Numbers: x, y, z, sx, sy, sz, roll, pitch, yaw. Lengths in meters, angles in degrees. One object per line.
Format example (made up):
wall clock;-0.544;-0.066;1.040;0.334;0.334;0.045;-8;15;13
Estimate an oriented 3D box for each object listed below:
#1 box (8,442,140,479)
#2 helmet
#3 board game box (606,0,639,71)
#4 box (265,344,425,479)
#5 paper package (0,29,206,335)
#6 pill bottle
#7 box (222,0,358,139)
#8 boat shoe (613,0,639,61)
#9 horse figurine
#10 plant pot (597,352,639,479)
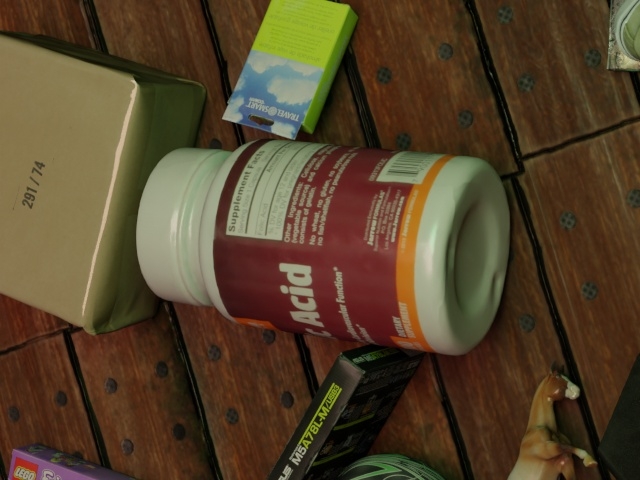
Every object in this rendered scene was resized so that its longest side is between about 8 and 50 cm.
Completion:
box;-0.290;0.405;2.112;0.293;0.057;0.200;16;99;26
helmet;0.084;0.328;1.865;0.169;0.169;0.161;50;117;16
board game box;0.382;-0.277;1.765;0.126;0.026;0.186;4;94;26
box;0.032;0.204;1.869;0.045;0.191;0.184;37;108;19
paper package;-0.338;-0.084;2.058;0.310;0.168;0.324;19;101;25
pill bottle;0.000;0.000;1.857;0.392;0.224;0.224;6;95;27
box;-0.036;-0.208;1.939;0.109;0.042;0.178;17;80;25
boat shoe;0.436;-0.290;1.665;0.109;0.094;0.302;39;100;-22
horse figurine;0.252;0.290;1.805;0.174;0.066;0.263;-130;48;-59
plant pot;0.407;0.208;1.694;0.167;0.187;0.188;28;104;37
